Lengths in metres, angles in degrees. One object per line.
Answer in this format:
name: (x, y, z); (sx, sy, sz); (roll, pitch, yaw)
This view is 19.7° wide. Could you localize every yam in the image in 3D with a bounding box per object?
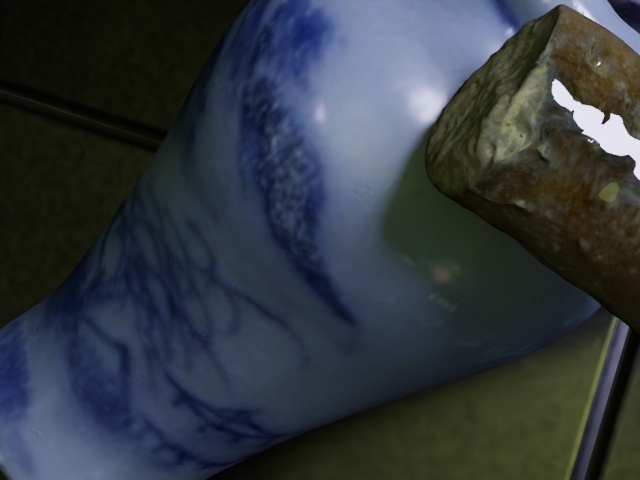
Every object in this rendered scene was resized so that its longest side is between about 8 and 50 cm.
yam: (0.149, 0.039, 0.475); (0.274, 0.061, 0.061); (36, 106, -7)

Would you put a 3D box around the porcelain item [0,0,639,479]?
porcelain item: (0.000, 0.000, 0.581); (0.259, 0.141, 0.141); (-40, 70, 31)
